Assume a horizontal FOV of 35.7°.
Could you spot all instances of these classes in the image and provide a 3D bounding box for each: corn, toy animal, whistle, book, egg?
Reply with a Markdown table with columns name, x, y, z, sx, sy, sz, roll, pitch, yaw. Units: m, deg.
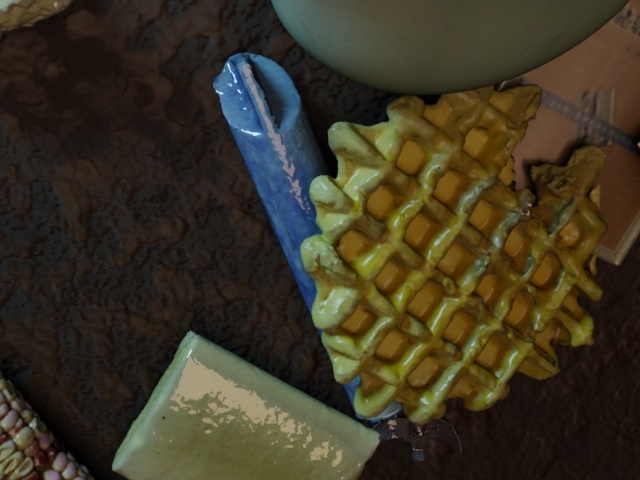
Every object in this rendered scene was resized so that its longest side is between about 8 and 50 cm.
| name | x | y | z | sx | sy | sz | roll | pitch | yaw |
| --- | --- | --- | --- | --- | --- | --- | --- | --- | --- |
| corn | -0.223 | 0.200 | 0.790 | 0.092 | 0.092 | 0.281 | -29 | 106 | 3 |
| toy animal | 0.081 | 0.158 | 0.837 | 0.084 | 0.028 | 0.050 | 6 | 115 | -9 |
| whistle | 0.000 | 0.000 | 0.763 | 0.062 | 0.062 | 0.304 | -23 | 108 | 1 |
| book | 0.225 | -0.115 | 0.773 | 0.170 | 0.018 | 0.242 | 24 | 103 | -13 |
| egg | 0.093 | -0.190 | 0.649 | 0.264 | 0.183 | 0.183 | -10 | 108 | -10 |

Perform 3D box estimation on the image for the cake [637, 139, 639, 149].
| name | x | y | z | sx | sy | sz | roll | pitch | yaw |
| --- | --- | --- | --- | --- | --- | --- | --- | --- | --- |
| cake | 0.366 | 0.009 | 0.782 | 0.135 | 0.098 | 0.287 | -37 | 110 | -8 |

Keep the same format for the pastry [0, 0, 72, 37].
| name | x | y | z | sx | sy | sz | roll | pitch | yaw |
| --- | --- | --- | --- | --- | --- | --- | --- | --- | --- |
| pastry | -0.281 | -0.232 | 0.643 | 0.121 | 0.089 | 0.258 | -35 | 107 | 9 |

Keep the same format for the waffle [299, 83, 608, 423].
| name | x | y | z | sx | sy | sz | roll | pitch | yaw |
| --- | --- | --- | --- | --- | --- | --- | --- | --- | --- |
| waffle | 0.102 | 0.008 | 0.742 | 0.250 | 0.056 | 0.261 | -10 | 110 | -18 |

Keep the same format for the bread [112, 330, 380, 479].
| name | x | y | z | sx | sy | sz | roll | pitch | yaw |
| --- | --- | --- | --- | --- | --- | --- | --- | --- | --- |
| bread | -0.061 | 0.167 | 0.808 | 0.178 | 0.060 | 0.139 | 32 | 100 | -14 |
